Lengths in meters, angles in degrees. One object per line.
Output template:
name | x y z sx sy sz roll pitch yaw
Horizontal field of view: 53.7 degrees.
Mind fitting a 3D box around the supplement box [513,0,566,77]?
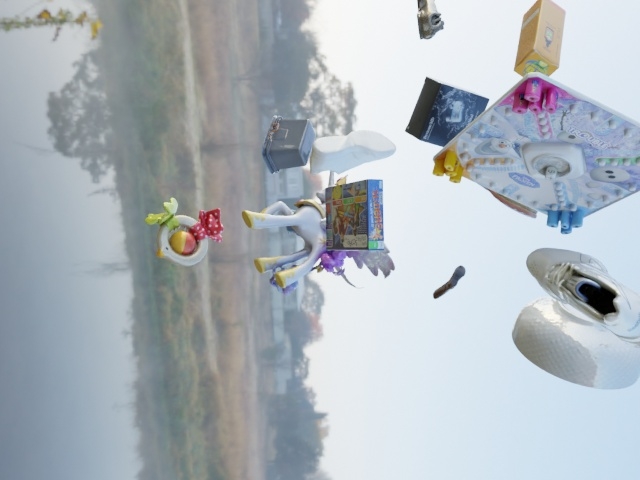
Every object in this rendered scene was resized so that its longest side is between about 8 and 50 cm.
supplement box | 0.507 -0.463 1.458 0.080 0.078 0.233 -45 -162 49

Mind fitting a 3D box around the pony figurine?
pony figurine | 0.000 0.000 1.733 0.351 0.363 0.303 62 -29 3

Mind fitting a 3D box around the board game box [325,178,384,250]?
board game box | 0.064 -0.047 1.263 0.201 0.035 0.136 180 -91 -67

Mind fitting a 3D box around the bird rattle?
bird rattle | -0.427 -0.015 1.991 0.143 0.253 0.207 -18 -121 46

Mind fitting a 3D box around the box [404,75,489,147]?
box | 0.331 -0.328 1.656 0.156 0.158 0.093 -70 -154 20

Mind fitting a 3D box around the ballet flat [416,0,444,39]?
ballet flat | 0.250 -0.528 1.438 0.250 0.058 0.084 -79 157 -49

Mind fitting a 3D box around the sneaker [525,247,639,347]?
sneaker | 0.480 0.078 1.156 0.111 0.129 0.297 -60 -149 7

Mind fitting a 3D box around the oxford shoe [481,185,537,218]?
oxford shoe | 0.689 -0.209 2.334 0.130 0.123 0.348 -53 -131 15

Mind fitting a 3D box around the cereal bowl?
cereal bowl | 0.692 0.240 1.682 0.339 0.339 0.141 -110 -155 -65

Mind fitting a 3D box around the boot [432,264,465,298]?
boot | 0.418 0.139 2.065 0.106 0.037 0.114 -45 175 -38

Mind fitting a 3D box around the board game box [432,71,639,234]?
board game box | 0.487 -0.155 1.327 0.390 0.390 0.050 137 -26 -65

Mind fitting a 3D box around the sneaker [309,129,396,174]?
sneaker | 0.069 -0.191 1.435 0.094 0.212 0.080 108 -35 -44

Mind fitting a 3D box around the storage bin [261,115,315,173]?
storage bin | -0.071 -0.232 1.478 0.098 0.091 0.135 64 32 -47
